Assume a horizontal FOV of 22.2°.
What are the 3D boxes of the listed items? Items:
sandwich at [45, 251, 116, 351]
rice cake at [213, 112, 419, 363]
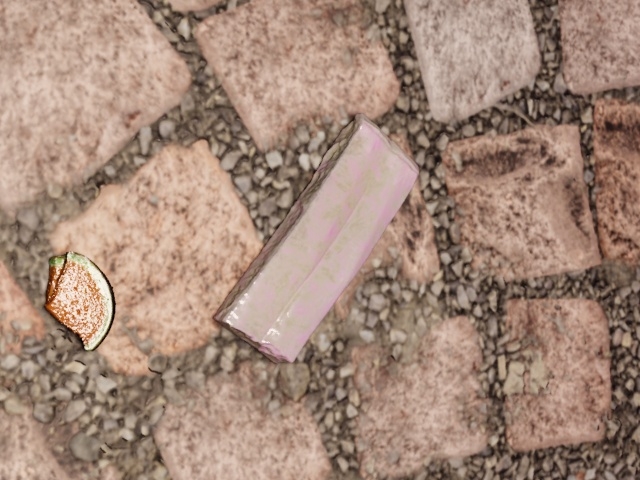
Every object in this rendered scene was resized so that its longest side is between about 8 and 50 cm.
[{"bbox_3d":[-0.251,0.059,1.703,0.069,0.026,0.101,-46,107,-18],"label":"sandwich"},{"bbox_3d":[0.001,0.002,1.834,0.106,0.050,0.298,42,69,-22],"label":"rice cake"}]
